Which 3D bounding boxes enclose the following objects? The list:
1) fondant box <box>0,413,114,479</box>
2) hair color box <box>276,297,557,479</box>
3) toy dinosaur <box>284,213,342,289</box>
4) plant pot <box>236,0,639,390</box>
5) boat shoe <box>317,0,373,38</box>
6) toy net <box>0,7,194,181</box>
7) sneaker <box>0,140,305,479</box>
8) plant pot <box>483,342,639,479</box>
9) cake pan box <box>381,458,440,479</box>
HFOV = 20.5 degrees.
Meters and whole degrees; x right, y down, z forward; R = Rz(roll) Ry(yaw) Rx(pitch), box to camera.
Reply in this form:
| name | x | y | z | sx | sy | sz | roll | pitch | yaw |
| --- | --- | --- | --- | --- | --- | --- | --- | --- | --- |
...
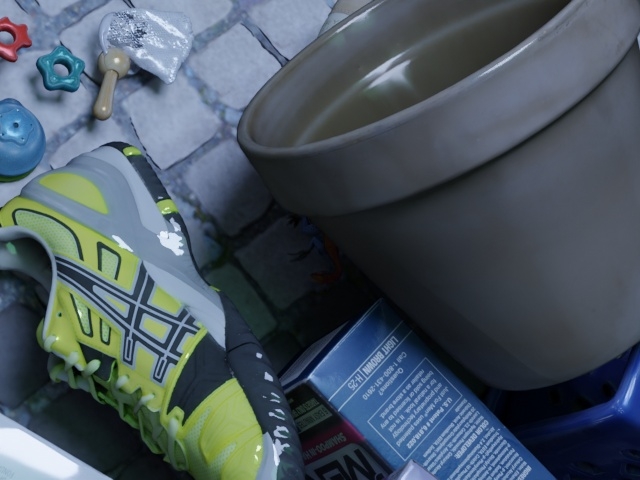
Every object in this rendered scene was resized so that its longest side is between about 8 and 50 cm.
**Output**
| name | x | y | z | sx | sy | sz | roll | pitch | yaw |
| --- | --- | --- | --- | --- | --- | --- | --- | --- | --- |
| fondant box | -0.305 | 0.171 | 1.211 | 0.238 | 0.330 | 0.096 | 32 | 65 | -11 |
| hair color box | 0.105 | 0.224 | 1.463 | 0.347 | 0.174 | 0.105 | 46 | 62 | -3 |
| toy dinosaur | 0.000 | 0.000 | 1.550 | 0.047 | 0.090 | 0.082 | 5 | 27 | -33 |
| plant pot | 0.139 | -0.046 | 1.385 | 0.323 | 0.323 | 0.280 | -41 | 112 | -29 |
| boat shoe | 0.133 | -0.119 | 1.578 | 0.302 | 0.109 | 0.098 | 27 | 65 | -7 |
| toy net | -0.216 | -0.149 | 1.522 | 0.232 | 0.045 | 0.122 | -32 | 86 | -30 |
| sneaker | -0.136 | 0.097 | 1.396 | 0.147 | 0.145 | 0.385 | -24 | 57 | -19 |
| plant pot | 0.304 | 0.123 | 1.557 | 0.212 | 0.236 | 0.236 | 34 | 62 | -17 |
| cake pan box | -0.010 | 0.302 | 1.333 | 0.070 | 0.267 | 0.246 | 37 | 63 | -2 |
